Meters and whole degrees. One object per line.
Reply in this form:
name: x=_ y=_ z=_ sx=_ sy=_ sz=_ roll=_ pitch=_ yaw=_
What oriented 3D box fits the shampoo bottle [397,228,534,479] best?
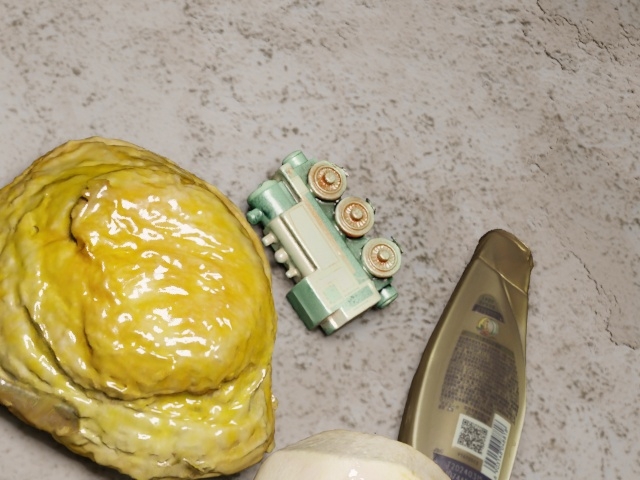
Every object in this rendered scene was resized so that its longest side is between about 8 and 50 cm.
shampoo bottle: x=0.163 y=0.149 z=1.501 sx=0.125 sy=0.084 sz=0.350 roll=26 pitch=57 yaw=-13

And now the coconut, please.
coconut: x=0.018 y=0.300 z=1.286 sx=0.241 sy=0.241 sz=0.241 roll=10 pitch=62 yaw=-20

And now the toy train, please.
toy train: x=0.000 y=0.000 z=1.502 sx=0.125 sy=0.081 sz=0.194 roll=-32 pitch=83 yaw=-29

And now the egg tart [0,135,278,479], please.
egg tart: x=-0.181 y=0.050 z=1.352 sx=0.339 sy=0.153 sz=0.351 roll=12 pitch=61 yaw=-16
